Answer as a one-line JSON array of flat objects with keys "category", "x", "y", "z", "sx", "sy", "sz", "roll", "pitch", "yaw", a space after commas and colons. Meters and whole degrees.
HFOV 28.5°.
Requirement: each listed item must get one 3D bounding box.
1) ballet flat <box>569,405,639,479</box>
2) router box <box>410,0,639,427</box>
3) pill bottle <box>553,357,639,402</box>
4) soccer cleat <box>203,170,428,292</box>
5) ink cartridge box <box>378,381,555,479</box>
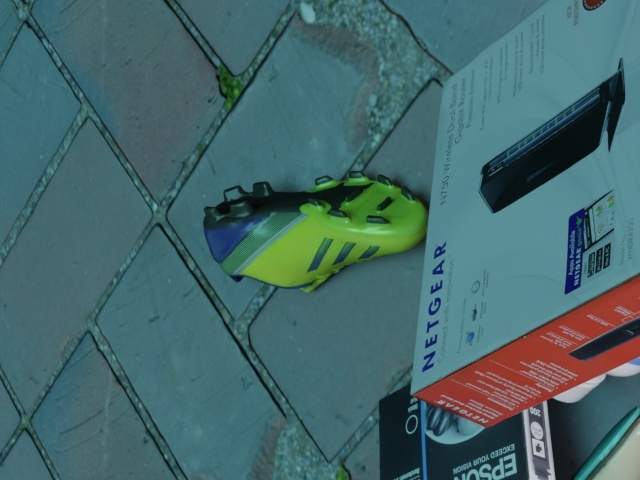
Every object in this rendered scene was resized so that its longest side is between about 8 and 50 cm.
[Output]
[{"category": "ballet flat", "x": 0.234, "y": 0.247, "z": 1.120, "sx": 0.248, "sy": 0.086, "sz": 0.086, "roll": -52, "pitch": 58, "yaw": 31}, {"category": "router box", "x": 0.206, "y": -0.055, "z": 0.997, "sx": 0.301, "sy": 0.082, "sz": 0.336, "roll": -37, "pitch": 35, "yaw": 47}, {"category": "pill bottle", "x": 0.259, "y": 0.036, "z": 1.055, "sx": 0.221, "sy": 0.124, "sz": 0.124, "roll": -50, "pitch": 59, "yaw": 30}, {"category": "soccer cleat", "x": 0.000, "y": -0.001, "z": 1.335, "sx": 0.289, "sy": 0.093, "sz": 0.121, "roll": 0, "pitch": 120, "yaw": 38}, {"category": "ink cartridge box", "x": 0.131, "y": 0.213, "z": 1.165, "sx": 0.206, "sy": 0.045, "sz": 0.208, "roll": -36, "pitch": 46, "yaw": 44}]
